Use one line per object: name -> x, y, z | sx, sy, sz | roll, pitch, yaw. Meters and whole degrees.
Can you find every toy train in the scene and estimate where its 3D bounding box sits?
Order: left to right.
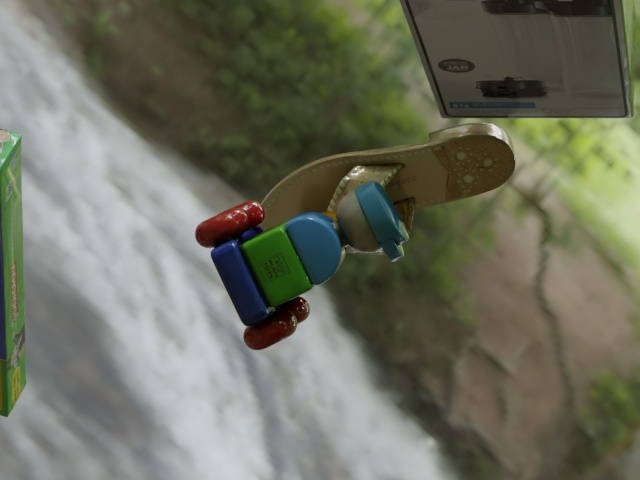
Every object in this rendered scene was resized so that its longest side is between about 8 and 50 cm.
toy train -> 0.000, 0.000, 1.528 | 0.248, 0.143, 0.105 | -39, 104, -82

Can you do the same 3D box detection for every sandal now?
sandal -> 0.050, -0.028, 1.646 | 0.079, 0.240, 0.088 | -89, 155, -58

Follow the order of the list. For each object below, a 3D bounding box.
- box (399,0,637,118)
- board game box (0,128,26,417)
box -> 0.153, -0.188, 1.502 | 0.169, 0.087, 0.290 | 1, -19, 11
board game box -> -0.347, 0.006, 1.594 | 0.213, 0.317, 0.046 | 17, 49, 8
